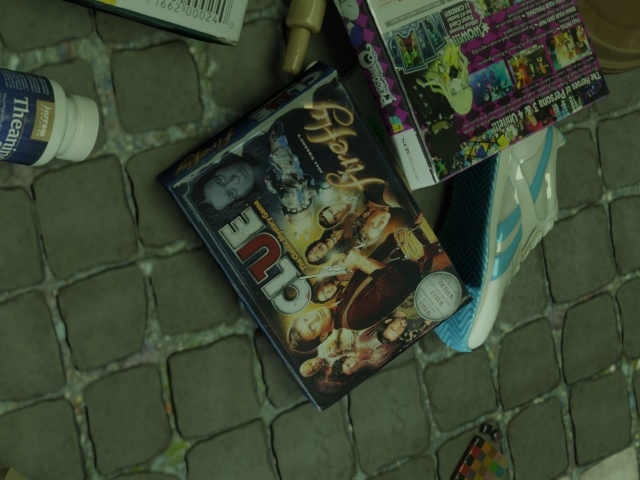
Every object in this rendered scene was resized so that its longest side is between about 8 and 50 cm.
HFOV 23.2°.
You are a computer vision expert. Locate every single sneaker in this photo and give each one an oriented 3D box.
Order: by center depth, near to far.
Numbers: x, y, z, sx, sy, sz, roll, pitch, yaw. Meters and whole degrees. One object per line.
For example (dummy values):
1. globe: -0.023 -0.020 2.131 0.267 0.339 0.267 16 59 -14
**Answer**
1. sneaker: 0.161 -0.010 1.390 0.092 0.087 0.228 16 87 -32

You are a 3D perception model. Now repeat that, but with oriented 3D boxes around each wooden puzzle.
1. wooden puzzle: 0.150 0.214 1.454 0.049 0.006 0.083 41 72 -30

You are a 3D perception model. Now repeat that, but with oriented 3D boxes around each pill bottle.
1. pill bottle: -0.225 -0.090 1.128 0.120 0.067 0.067 8 90 -35

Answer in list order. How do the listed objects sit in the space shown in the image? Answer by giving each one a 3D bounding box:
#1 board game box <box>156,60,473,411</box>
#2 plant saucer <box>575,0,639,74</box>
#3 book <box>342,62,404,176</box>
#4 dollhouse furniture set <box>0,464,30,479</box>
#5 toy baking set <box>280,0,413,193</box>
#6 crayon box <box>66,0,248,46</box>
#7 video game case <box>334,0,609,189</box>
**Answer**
1. board game box: 0.000 0.000 1.280 0.165 0.042 0.243 -36 115 -7
2. plant saucer: 0.286 -0.296 1.473 0.278 0.041 0.278 -5 99 -36
3. book: 0.076 -0.130 1.356 0.144 0.035 0.096 -45 112 -22
4. dollhouse furniture set: -0.290 0.212 1.122 0.182 0.101 0.161 47 45 -28
5. toy baking set: 0.058 -0.169 1.312 0.197 0.030 0.256 24 77 -25
6. crayon box: -0.121 -0.324 1.153 0.202 0.081 0.318 13 93 -35
7. video game case: 0.126 -0.180 1.316 0.232 0.042 0.210 -28 98 -36
